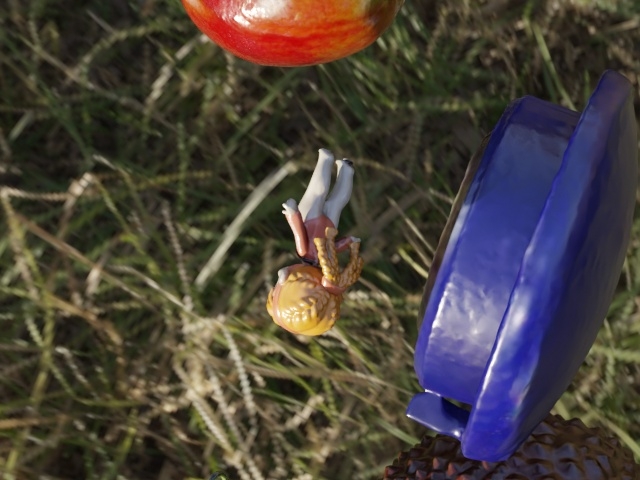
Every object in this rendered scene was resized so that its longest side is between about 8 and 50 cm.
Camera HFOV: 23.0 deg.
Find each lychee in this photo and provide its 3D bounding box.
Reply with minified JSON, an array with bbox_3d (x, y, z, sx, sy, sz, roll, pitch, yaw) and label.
[{"bbox_3d":[0.177,0.288,1.425,0.304,0.276,0.276,15,79,1],"label":"lychee"}]

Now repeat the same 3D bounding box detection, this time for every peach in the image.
[{"bbox_3d":[-0.042,-0.302,1.649,0.274,0.248,0.245,11,72,16],"label":"peach"}]

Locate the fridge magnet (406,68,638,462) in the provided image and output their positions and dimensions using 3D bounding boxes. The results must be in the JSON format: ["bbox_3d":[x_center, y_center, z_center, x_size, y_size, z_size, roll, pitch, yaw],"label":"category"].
[{"bbox_3d":[0.136,0.014,1.013,0.112,0.265,0.265,20,81,9],"label":"fridge magnet"}]

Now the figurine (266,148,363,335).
[{"bbox_3d":[0.000,0.000,0.891,0.047,0.064,0.109,-7,63,46],"label":"figurine"}]

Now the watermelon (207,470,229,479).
[{"bbox_3d":[-0.120,0.362,1.885,0.140,0.140,0.187,17,108,20],"label":"watermelon"}]
